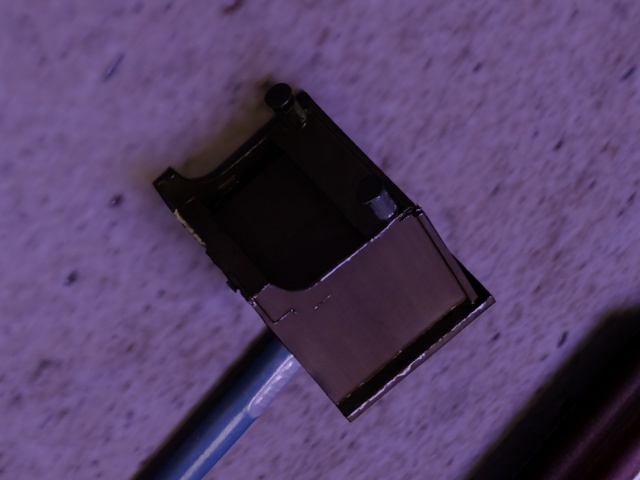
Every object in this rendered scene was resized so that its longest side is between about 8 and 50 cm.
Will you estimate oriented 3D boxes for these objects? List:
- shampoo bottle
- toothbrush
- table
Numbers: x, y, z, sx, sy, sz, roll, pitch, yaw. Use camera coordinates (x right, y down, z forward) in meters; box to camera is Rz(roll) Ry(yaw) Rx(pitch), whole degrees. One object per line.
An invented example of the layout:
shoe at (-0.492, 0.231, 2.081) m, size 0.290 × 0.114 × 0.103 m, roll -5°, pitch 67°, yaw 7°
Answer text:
shampoo bottle at (0.147, 0.140, 0.895) m, size 0.323 × 0.084 × 0.129 m, roll -50°, pitch 148°, yaw 8°
toothbrush at (-0.071, 0.114, 0.700) m, size 0.275 × 0.025 × 0.019 m, roll -48°, pitch 144°, yaw 6°
table at (0.000, 0.000, 0.606) m, size 0.070 × 0.083 × 0.082 m, roll -40°, pitch 141°, yaw -2°
